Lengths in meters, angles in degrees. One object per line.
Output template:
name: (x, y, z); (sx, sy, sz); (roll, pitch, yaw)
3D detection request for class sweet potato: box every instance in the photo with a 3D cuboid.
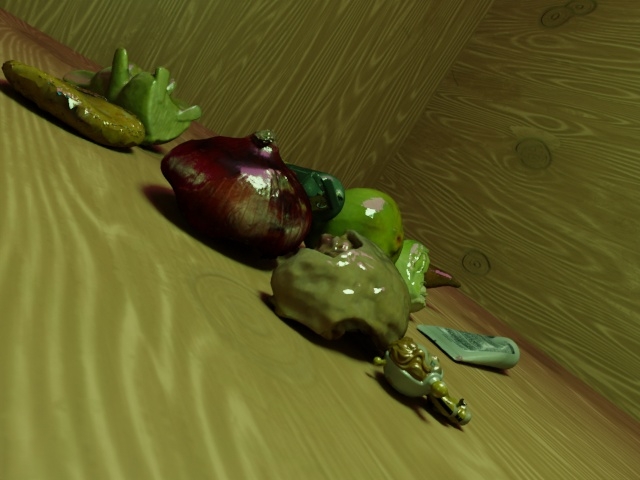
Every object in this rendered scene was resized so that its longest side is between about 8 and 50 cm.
sweet potato: (0.234, 0.087, 1.431); (0.360, 0.112, 0.112); (15, 7, 2)

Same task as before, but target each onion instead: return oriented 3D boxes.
onion: (-0.123, -0.098, 0.826); (0.272, 0.195, 0.272); (34, 8, -6)

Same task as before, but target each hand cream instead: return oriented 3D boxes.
hand cream: (0.363, 0.254, 1.133); (0.341, 0.077, 0.124); (16, 17, -39)

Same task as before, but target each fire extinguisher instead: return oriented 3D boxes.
fire extinguisher: (-0.030, -0.102, 0.983); (0.114, 0.096, 0.311); (63, -14, -25)

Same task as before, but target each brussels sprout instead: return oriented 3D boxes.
brussels sprout: (0.182, 0.082, 1.151); (0.146, 0.183, 0.131); (0, -35, 17)

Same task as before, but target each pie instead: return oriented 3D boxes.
pie: (-0.468, -0.262, 0.947); (0.274, 0.069, 0.273); (33, 6, -4)

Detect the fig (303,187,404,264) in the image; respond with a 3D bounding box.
fig: (0.061, -0.008, 1.049); (0.230, 0.207, 0.207); (-5, 0, 13)

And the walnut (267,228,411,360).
walnut: (0.051, 0.071, 0.708); (0.204, 0.141, 0.238); (38, 11, 8)

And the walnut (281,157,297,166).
walnut: (-0.128, -0.176, 1.501); (0.184, 0.155, 0.155); (33, 6, 41)

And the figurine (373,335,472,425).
figurine: (0.136, 0.183, 0.636); (0.143, 0.068, 0.101); (42, 4, -38)

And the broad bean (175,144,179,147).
broad bean: (-0.232, -0.143, 1.085); (0.228, 0.100, 0.169); (26, -1, 29)

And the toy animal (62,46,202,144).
toy animal: (-0.467, -0.369, 1.191); (0.363, 0.180, 0.181); (38, 2, 26)
